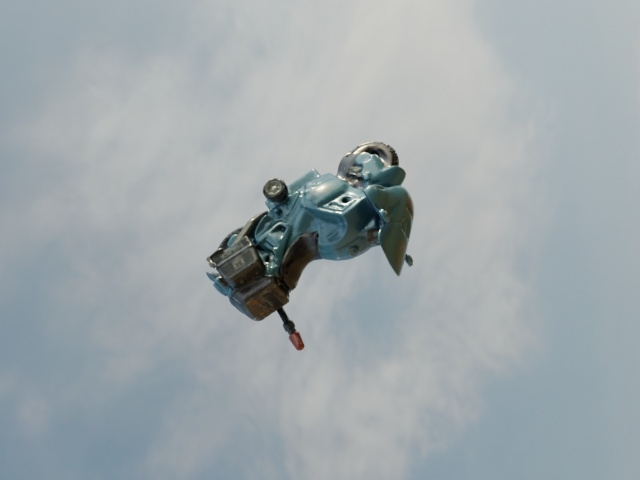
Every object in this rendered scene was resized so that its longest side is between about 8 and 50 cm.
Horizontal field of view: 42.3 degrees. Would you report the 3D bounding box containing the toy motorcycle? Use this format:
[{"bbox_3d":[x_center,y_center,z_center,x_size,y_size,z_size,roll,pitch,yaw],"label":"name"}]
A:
[{"bbox_3d":[0.000,0.000,0.966,0.272,0.182,0.123,-34,-40,0],"label":"toy motorcycle"}]
